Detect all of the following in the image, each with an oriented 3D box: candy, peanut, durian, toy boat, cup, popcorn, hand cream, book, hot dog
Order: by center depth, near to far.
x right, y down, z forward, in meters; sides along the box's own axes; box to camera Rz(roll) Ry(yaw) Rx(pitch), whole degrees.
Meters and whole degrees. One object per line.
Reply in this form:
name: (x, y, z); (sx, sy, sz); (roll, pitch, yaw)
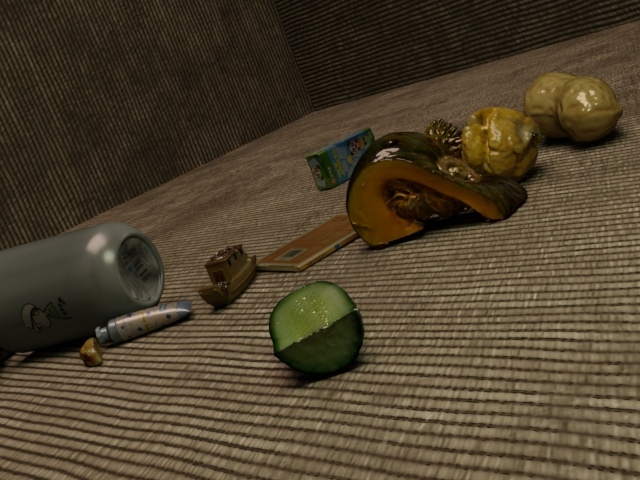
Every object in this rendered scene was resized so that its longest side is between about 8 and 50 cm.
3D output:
hot dog: (-0.388, 0.190, 1.469); (0.034, 0.030, 0.090); (-28, 14, -10)
hand cream: (-0.304, 0.141, 1.516); (0.171, 0.043, 0.065); (-17, 14, -2)
toy boat: (-0.166, 0.058, 1.550); (0.057, 0.077, 0.200); (-16, 14, 19)
popcorn: (0.324, -0.171, 1.576); (0.167, 0.148, 0.152); (-19, -14, -40)
cup: (-0.460, 0.083, 1.630); (0.312, 0.205, 0.205); (-14, 15, 25)
book: (0.000, 0.001, 1.657); (0.242, 0.018, 0.170); (-30, 17, -32)
peanut: (0.481, -0.258, 1.709); (0.148, 0.147, 0.319); (-21, 18, 1)
durian: (0.248, -0.171, 1.795); (0.139, 0.144, 0.252); (-39, 7, 33)
candy: (0.062, -0.211, 2.241); (0.194, 0.097, 0.062); (-30, 17, -34)

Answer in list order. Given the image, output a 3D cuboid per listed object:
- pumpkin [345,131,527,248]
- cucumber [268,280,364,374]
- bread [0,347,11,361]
pumpkin: (0.180, -0.060, 1.482); (0.280, 0.190, 0.139); (29, 31, 13)
cucumber: (-0.005, 0.108, 1.126); (0.115, 0.063, 0.244); (-30, 13, 0)
bread: (-0.713, 0.209, 1.635); (0.204, 0.162, 0.262); (-35, 1, -9)
